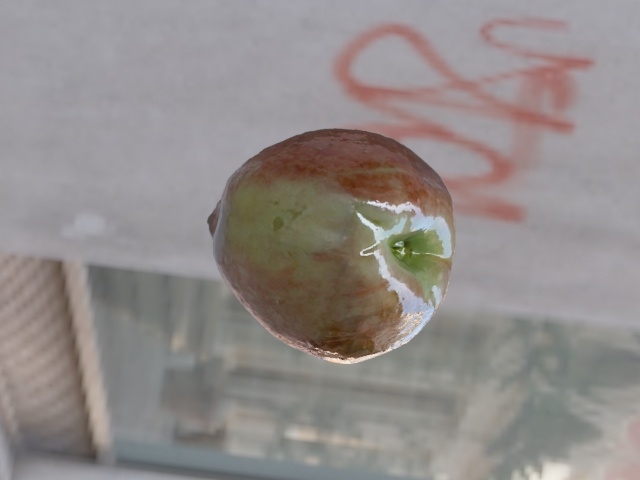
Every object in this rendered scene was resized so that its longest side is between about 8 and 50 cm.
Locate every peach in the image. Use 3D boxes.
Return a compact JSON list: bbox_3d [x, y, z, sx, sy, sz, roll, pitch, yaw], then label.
[{"bbox_3d":[0.000,0.000,1.894,0.232,0.257,0.232,-10,103,-53],"label":"peach"}]
